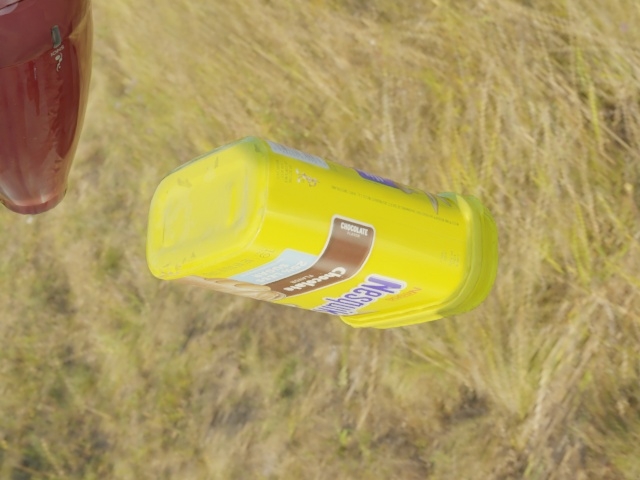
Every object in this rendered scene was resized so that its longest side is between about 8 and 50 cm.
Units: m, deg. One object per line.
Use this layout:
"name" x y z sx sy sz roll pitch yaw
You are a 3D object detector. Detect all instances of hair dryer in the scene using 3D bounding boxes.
"hair dryer" -0.175 -0.136 0.455 0.080 0.294 0.223 -33 29 -21

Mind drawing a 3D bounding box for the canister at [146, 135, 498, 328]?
"canister" 0.000 0.000 0.608 0.126 0.170 0.073 -17 65 49
